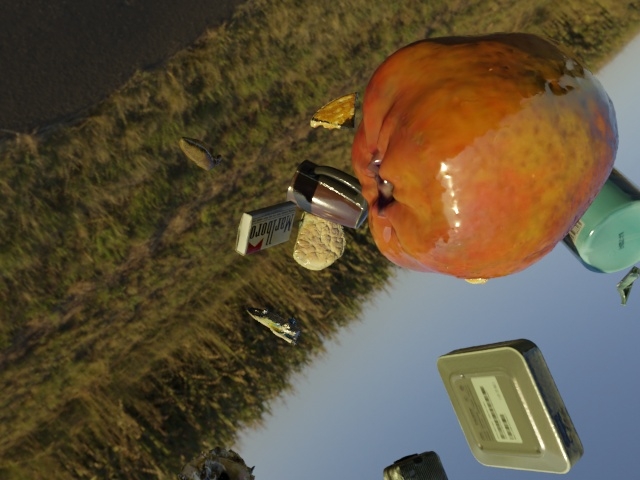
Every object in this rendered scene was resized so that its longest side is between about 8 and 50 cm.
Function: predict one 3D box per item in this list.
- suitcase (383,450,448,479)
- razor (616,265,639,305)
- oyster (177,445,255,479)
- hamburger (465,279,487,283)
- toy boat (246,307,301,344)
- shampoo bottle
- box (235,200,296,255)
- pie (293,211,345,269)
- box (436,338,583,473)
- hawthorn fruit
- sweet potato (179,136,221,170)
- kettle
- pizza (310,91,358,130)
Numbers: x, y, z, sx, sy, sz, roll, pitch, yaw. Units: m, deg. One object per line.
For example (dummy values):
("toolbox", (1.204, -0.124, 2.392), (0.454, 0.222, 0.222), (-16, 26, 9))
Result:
("suitcase", (0.351, 0.879, 1.776), (0.202, 0.312, 0.128), (-8, 155, -26))
("razor", (0.709, 0.097, 1.225), (0.066, 0.033, 0.190), (-65, 152, -10))
("oyster", (-0.287, 0.700, 1.529), (0.107, 0.201, 0.354), (-66, 169, 0))
("hamburger", (0.552, 0.091, 1.854), (0.081, 0.141, 0.126), (12, 102, -51))
("toy boat", (-0.158, 0.271, 1.767), (0.066, 0.210, 0.084), (-69, 165, 16))
("shampoo bottle", (1.028, -0.100, 1.975), (0.331, 0.331, 0.342), (-47, -147, 22))
("box", (-0.138, -0.035, 1.373), (0.177, 0.036, 0.115), (-20, 134, -50))
("pie", (0.001, 0.000, 1.889), (0.052, 0.185, 0.218), (129, -23, -79))
("box", (0.580, 0.527, 1.691), (0.111, 0.395, 0.396), (-17, 172, -33))
("hawthorn fruit", (0.287, -0.139, 0.954), (0.472, 0.472, 0.472), (-44, 175, -5))
("sweet potato", (-0.208, -0.150, 0.936), (0.153, 0.038, 0.041), (24, 84, -77))
("kettle", (0.038, -0.139, 1.524), (0.144, 0.232, 0.202), (-59, 170, -34))
("pizza", (0.076, -0.403, 1.706), (0.185, 0.176, 0.036), (-41, 141, -10))
